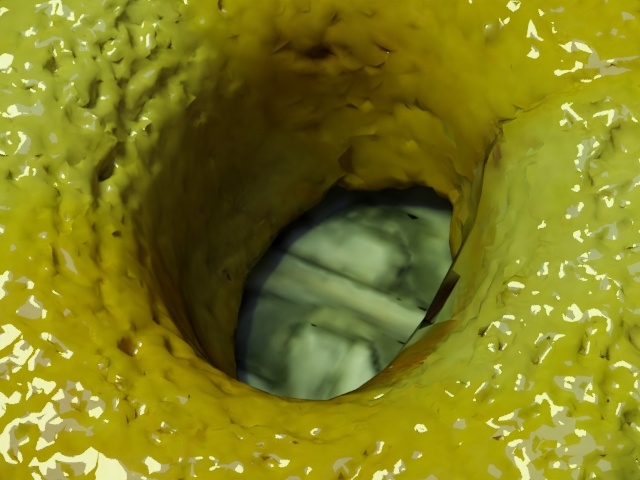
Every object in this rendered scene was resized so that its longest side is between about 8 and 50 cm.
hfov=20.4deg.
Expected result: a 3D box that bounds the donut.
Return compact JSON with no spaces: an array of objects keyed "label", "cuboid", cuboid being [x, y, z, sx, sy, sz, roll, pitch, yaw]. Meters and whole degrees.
[{"label":"donut","cuboid":[0.000,0.000,0.521,0.303,0.110,0.303,-4,60,7]}]
